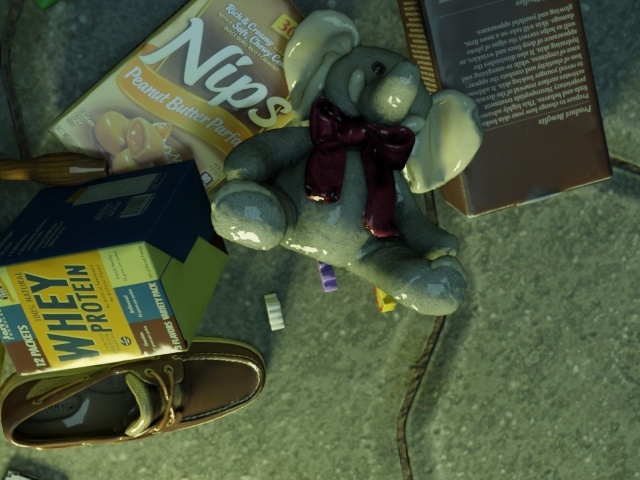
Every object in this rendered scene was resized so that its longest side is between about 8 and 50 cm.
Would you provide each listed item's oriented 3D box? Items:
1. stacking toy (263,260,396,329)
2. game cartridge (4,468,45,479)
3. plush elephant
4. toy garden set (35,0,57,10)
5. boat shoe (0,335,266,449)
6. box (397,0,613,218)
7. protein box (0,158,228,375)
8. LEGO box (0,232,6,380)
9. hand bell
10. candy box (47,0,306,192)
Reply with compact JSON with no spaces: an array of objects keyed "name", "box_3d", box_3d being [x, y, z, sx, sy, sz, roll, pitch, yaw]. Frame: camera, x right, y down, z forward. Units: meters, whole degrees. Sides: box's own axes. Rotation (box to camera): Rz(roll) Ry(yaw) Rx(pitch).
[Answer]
[{"name":"stacking toy","box_3d":[0.000,0.000,1.328,0.166,0.052,0.221,-11,102,-7]},{"name":"game cartridge","box_3d":[-0.383,0.341,1.366,0.083,0.017,0.056,24,95,-12]},{"name":"plush elephant","box_3d":[0.045,-0.100,1.118,0.271,0.330,0.256,22,97,-9]},{"name":"toy garden set","box_3d":[-0.310,-0.425,1.188,0.203,0.049,0.244,-34,104,3]},{"name":"boat shoe","box_3d":[-0.224,0.201,1.287,0.341,0.123,0.123,-3,103,-18]},{"name":"box","box_3d":[0.212,-0.239,1.257,0.191,0.143,0.382,-15,102,-5]},{"name":"protein box","box_3d":[-0.235,0.026,1.142,0.201,0.200,0.136,-10,117,15]},{"name":"LEGO box","box_3d":[-0.585,0.219,1.218,0.372,0.193,0.501,11,100,-10]},{"name":"hand bell","box_3d":[-0.364,-0.080,1.192,0.241,0.126,0.126,1,103,4]},{"name":"candy box","box_3d":[-0.147,-0.175,1.244,0.316,0.087,0.183,-41,107,3]}]
